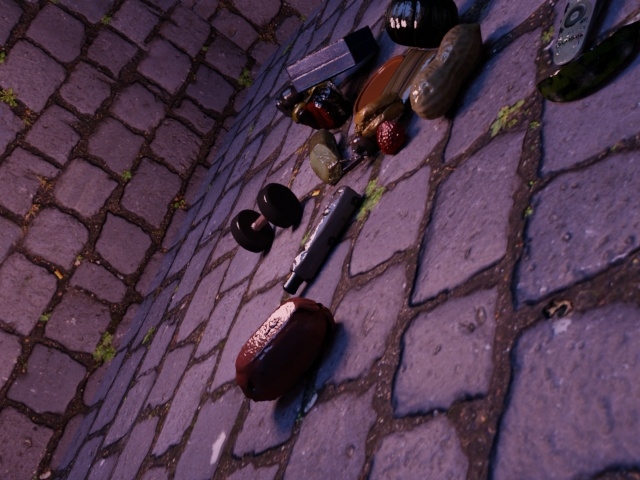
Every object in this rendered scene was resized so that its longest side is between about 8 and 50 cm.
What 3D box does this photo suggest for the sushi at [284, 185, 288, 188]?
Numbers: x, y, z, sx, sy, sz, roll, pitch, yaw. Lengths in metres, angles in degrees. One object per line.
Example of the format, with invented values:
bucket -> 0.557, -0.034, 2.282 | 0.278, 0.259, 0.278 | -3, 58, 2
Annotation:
sushi -> -0.148, -0.154, 2.475 | 0.060, 0.061, 0.118 | 2, 56, 27

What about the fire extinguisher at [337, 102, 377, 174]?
fire extinguisher -> 0.125, -0.295, 2.073 | 0.106, 0.075, 0.252 | -38, 28, 49

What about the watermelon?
watermelon -> 0.507, -0.334, 1.334 | 0.119, 0.063, 0.245 | -48, 7, -37

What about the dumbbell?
dumbbell -> -0.182, -0.072, 2.294 | 0.218, 0.152, 0.153 | -40, 26, 36

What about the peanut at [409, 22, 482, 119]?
peanut -> 0.327, -0.438, 1.786 | 0.298, 0.120, 0.136 | -57, 26, -10

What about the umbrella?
umbrella -> 0.000, 0.000, 1.903 | 0.337, 0.073, 0.067 | -59, 2, -6

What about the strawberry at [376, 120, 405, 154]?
strawberry -> 0.194, -0.283, 1.905 | 0.083, 0.083, 0.097 | -129, 41, -68

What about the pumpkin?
pumpkin -> 0.296, -0.644, 2.030 | 0.220, 0.220, 0.162 | -132, 42, -69

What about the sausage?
sausage -> -0.087, 0.253, 1.611 | 0.280, 0.152, 0.152 | -50, 21, 5

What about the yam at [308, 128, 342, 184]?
yam -> 0.014, -0.272, 2.246 | 0.106, 0.106, 0.259 | -48, 21, 19

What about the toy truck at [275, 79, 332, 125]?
toy truck -> -0.062, -0.581, 2.773 | 0.224, 0.165, 0.147 | -47, 22, 19

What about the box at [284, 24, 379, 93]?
box -> 0.048, -0.663, 2.536 | 0.261, 0.116, 0.279 | -21, 16, 30

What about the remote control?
remote control -> 0.549, -0.471, 1.454 | 0.097, 0.045, 0.256 | -9, 53, 64

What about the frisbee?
frisbee -> 0.197, -0.514, 2.315 | 0.251, 0.021, 0.251 | -46, 22, 25

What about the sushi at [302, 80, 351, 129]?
sushi -> 0.020, -0.480, 2.493 | 0.126, 0.136, 0.225 | -53, 15, -13

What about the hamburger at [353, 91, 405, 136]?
hamburger -> 0.164, -0.358, 1.973 | 0.147, 0.083, 0.138 | -34, -3, -24

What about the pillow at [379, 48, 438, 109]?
pillow -> 0.260, -0.484, 2.087 | 0.208, 0.052, 0.212 | -57, 21, 5
